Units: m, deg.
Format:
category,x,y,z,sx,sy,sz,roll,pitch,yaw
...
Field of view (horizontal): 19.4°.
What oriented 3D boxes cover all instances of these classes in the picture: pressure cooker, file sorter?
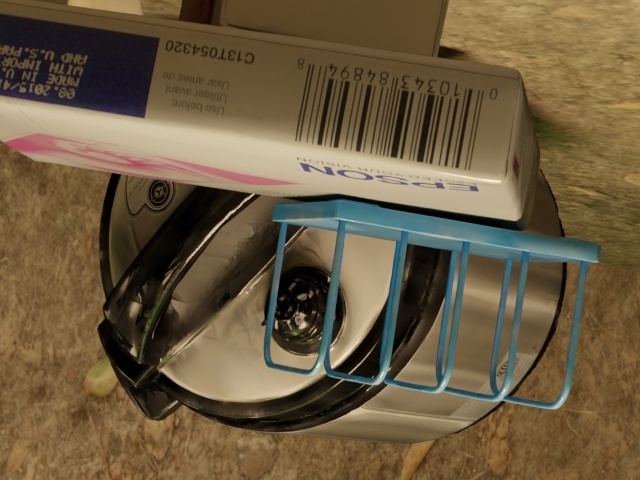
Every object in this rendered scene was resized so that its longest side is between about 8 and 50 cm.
category,x,y,z,sx,sy,sz,roll,pitch,yaw
pressure cooker,0.004,0.003,1.769,0.375,0.370,0.420,4,175,31
file sorter,0.062,0.039,1.141,0.170,0.104,0.118,9,177,-19

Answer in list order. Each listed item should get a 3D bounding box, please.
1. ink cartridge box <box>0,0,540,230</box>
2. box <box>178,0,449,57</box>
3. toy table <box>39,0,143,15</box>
category,x,y,z,sx,sy,sz,roll,pitch,yaw
ink cartridge box,-0.035,-0.063,1.117,0.324,0.071,0.330,9,174,10
box,-0.006,-0.166,1.136,0.127,0.148,0.232,12,174,-10
toy table,-0.198,-0.179,1.397,0.274,0.161,0.252,13,175,1
